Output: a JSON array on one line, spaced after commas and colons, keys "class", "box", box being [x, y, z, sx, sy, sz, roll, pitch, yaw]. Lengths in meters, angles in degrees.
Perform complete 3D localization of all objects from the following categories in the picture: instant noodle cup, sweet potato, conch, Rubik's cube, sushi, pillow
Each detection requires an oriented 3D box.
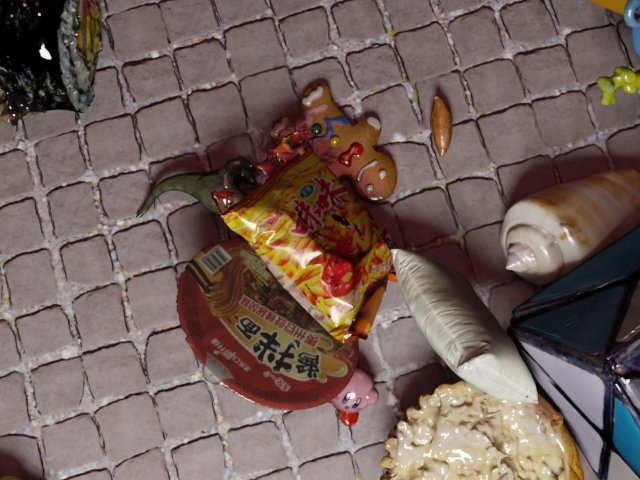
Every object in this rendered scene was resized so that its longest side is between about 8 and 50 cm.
[{"class": "instant noodle cup", "box": [-0.086, 0.129, 1.304, 0.274, 0.090, 0.274, 18, 48, -21]}, {"class": "sweet potato", "box": [0.182, -0.171, 1.423, 0.034, 0.034, 0.095, -2, 89, 0]}, {"class": "conch", "box": [0.368, -0.026, 1.340, 0.255, 0.127, 0.158, -38, 80, -7]}, {"class": "Rubik's cube", "box": [0.459, 0.160, 1.168, 0.305, 0.307, 0.310, -32, 102, -6]}, {"class": "sushi", "box": [-0.437, -0.300, 1.370, 0.219, 0.225, 0.238, 8, 46, 11]}, {"class": "pillow", "box": [0.189, 0.110, 1.258, 0.144, 0.254, 0.078, 21, 114, -32]}]

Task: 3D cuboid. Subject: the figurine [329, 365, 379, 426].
[{"class": "figurine", "box": [0.040, 0.207, 1.327, 0.083, 0.071, 0.067, 36, 39, 0]}]

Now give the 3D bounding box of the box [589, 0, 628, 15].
[{"class": "box", "box": [0.346, -0.519, 1.372, 0.416, 0.264, 0.115, 24, 45, 6]}]

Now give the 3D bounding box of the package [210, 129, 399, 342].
[{"class": "package", "box": [-0.004, 0.002, 1.310, 0.288, 0.108, 0.223, 47, 41, 1]}]

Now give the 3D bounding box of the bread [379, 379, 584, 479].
[{"class": "bread", "box": [0.210, 0.315, 1.262, 0.274, 0.149, 0.274, 0, 84, 3]}]

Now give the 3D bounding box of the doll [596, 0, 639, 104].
[{"class": "doll", "box": [0.546, -0.334, 1.345, 0.341, 0.346, 0.099, -8, 34, -37]}]

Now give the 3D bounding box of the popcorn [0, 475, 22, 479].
[{"class": "popcorn", "box": [-0.412, 0.403, 1.260, 0.152, 0.148, 0.167, -2, 95, -34]}]

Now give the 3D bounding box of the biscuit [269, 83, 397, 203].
[{"class": "biscuit", "box": [0.033, -0.139, 1.420, 0.205, 0.031, 0.138, 44, 82, 7]}]

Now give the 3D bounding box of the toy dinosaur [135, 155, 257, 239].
[{"class": "toy dinosaur", "box": [-0.156, -0.034, 1.371, 0.179, 0.087, 0.187, -37, 79, -8]}]
